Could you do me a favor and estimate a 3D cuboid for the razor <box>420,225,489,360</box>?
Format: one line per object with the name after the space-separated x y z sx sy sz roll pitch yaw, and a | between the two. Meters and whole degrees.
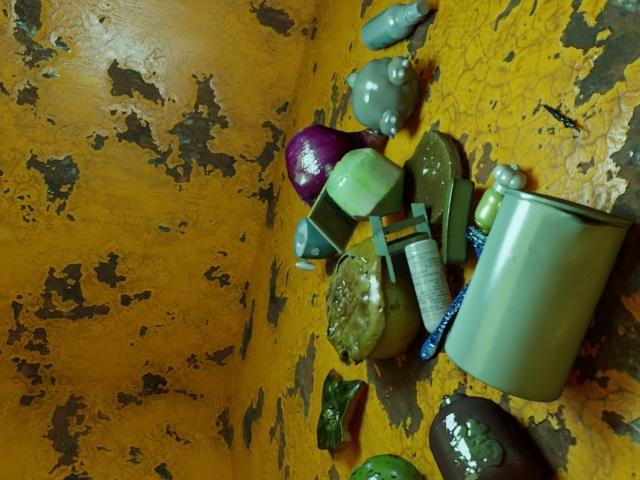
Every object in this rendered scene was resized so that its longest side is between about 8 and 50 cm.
0.305 0.133 1.040 0.093 0.056 0.323 50 125 55 | razor

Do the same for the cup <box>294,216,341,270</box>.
0.000 0.000 1.865 0.167 0.173 0.299 -109 33 -51 | cup

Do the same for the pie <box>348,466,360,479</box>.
0.117 0.761 1.366 0.163 0.079 0.193 120 153 -61 | pie

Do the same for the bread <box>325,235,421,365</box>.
0.149 0.178 1.349 0.337 0.204 0.357 129 148 -59 | bread

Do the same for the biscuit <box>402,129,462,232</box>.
0.301 -0.157 1.292 0.257 0.049 0.272 122 151 -53 | biscuit

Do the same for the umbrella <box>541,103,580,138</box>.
0.467 -0.240 0.919 0.148 0.022 0.022 -98 21 -49 | umbrella

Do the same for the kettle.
0.377 0.081 0.830 0.205 0.265 0.317 24 107 37 | kettle

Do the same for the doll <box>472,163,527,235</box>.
0.384 -0.091 1.020 0.106 0.062 0.162 -109 32 -54 | doll

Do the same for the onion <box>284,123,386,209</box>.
0.073 -0.277 1.657 0.385 0.348 0.347 -38 33 10 | onion

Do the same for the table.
0.216 0.004 1.225 0.062 0.146 0.175 5 109 62 | table

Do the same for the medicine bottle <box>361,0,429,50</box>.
0.252 -0.725 1.579 0.352 0.110 0.110 -155 75 -69 | medicine bottle

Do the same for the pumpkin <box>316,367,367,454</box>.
0.056 0.588 1.578 0.258 0.095 0.289 164 117 -72 | pumpkin

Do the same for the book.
0.063 -0.103 1.449 0.018 0.170 0.241 -11 42 46 | book

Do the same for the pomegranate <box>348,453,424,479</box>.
0.174 0.649 1.139 0.248 0.214 0.214 49 140 14 | pomegranate

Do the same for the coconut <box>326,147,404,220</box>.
0.146 -0.156 1.389 0.204 0.236 0.236 -51 27 11 | coconut

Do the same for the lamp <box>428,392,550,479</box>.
0.306 0.399 0.882 0.258 0.180 0.180 -108 33 -54 | lamp

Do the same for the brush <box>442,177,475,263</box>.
0.317 -0.043 1.099 0.123 0.059 0.197 -14 -73 -78 | brush

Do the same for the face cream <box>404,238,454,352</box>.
0.272 0.135 1.137 0.082 0.082 0.268 145 116 -63 | face cream

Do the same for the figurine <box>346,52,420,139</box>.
0.181 -0.479 1.535 0.380 0.203 0.248 -126 44 -64 | figurine
